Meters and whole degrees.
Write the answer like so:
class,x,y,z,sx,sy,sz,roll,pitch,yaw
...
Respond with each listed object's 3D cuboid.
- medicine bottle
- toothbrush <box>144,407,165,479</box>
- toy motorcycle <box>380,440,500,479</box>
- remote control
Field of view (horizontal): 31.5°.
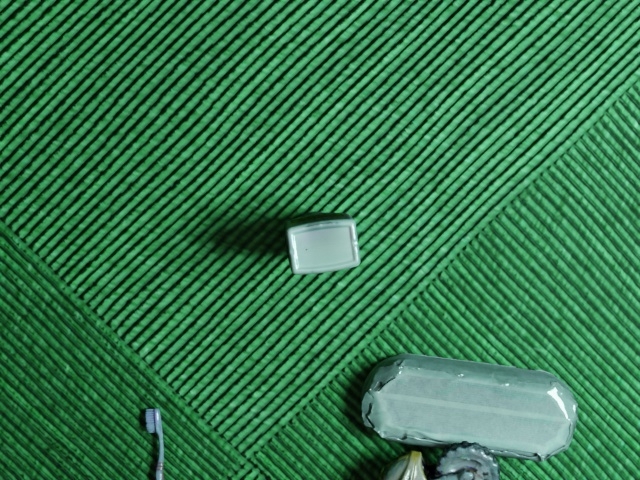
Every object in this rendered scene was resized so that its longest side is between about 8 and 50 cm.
class,x,y,z,sx,sy,sz,roll,pitch,yaw
medicine bottle,0.000,0.000,1.209,0.074,0.118,0.055,-9,97,-1
toothbrush,-0.183,0.284,1.286,0.019,0.013,0.193,-3,97,4
toy motorcycle,0.124,0.323,1.275,0.130,0.094,0.229,7,110,2
remote control,0.169,0.190,1.277,0.247,0.052,0.104,6,95,-1
